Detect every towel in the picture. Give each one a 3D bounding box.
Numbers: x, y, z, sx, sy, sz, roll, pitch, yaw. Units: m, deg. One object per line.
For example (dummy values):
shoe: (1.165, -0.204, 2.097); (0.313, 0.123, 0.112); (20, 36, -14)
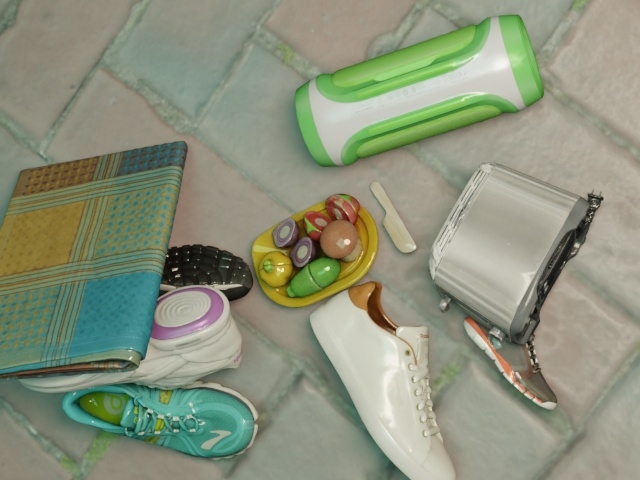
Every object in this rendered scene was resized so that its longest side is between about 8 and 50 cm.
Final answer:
towel: (-0.322, 0.027, 1.577); (0.271, 0.040, 0.370); (-8, 47, 17)

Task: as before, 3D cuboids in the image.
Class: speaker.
speaker: (0.123, -0.187, 1.508); (0.296, 0.131, 0.131); (-17, 84, 16)

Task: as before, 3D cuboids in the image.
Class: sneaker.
sneaker: (0.106, 0.181, 1.512); (0.123, 0.106, 0.290); (-36, 77, 15)
sneaker: (-0.218, 0.240, 1.607); (0.275, 0.110, 0.107); (6, 93, 16)
sneaker: (-0.246, 0.159, 1.558); (0.305, 0.152, 0.114); (-12, 48, 11)
sneaker: (0.249, 0.142, 1.497); (0.065, 0.061, 0.158); (-43, 78, 5)
sneaker: (-0.227, 0.087, 1.638); (0.283, 0.107, 0.124); (-5, 120, 7)

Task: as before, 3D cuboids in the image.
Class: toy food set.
toy food set: (0.000, 0.000, 1.555); (0.218, 0.071, 0.128); (-27, 66, 14)

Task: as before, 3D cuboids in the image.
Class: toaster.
toaster: (0.231, 0.004, 1.462); (0.146, 0.129, 0.227); (27, 81, 18)
